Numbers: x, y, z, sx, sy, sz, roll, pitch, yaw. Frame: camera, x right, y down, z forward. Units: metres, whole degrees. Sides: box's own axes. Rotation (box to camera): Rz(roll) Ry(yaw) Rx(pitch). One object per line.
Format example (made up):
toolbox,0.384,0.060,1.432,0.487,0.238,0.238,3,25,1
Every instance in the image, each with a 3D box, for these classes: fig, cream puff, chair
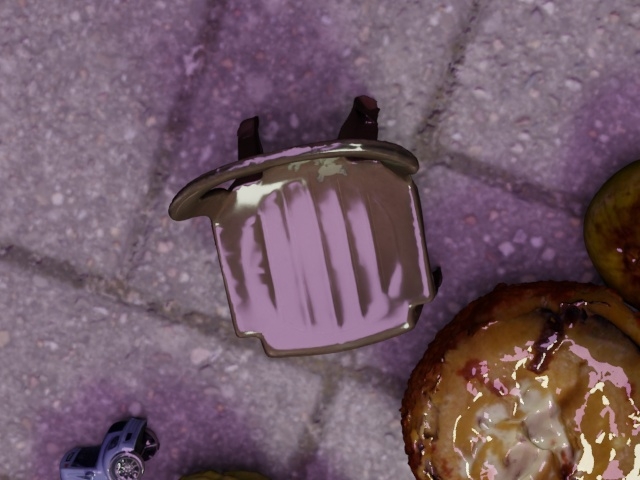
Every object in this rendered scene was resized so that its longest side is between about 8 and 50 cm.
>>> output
fig,0.286,0.000,1.372,0.153,0.120,0.136,40,139,-24
cream puff,0.186,0.140,1.385,0.240,0.164,0.240,4,104,15
chair,0.000,0.000,1.281,0.176,0.326,0.183,-11,100,6

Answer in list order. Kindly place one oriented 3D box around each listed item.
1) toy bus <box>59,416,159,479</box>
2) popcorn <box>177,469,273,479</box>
toy bus,-0.189,0.231,1.458,0.076,0.073,0.167,11,101,2
popcorn,-0.056,0.277,1.430,0.195,0.173,0.168,24,141,-27
